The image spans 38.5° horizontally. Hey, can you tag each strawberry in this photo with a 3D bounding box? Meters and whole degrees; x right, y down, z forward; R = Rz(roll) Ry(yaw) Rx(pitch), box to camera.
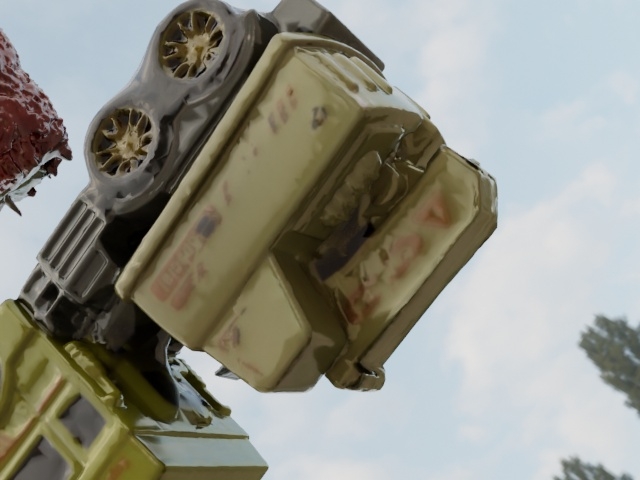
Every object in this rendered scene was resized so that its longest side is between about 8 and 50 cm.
[{"bbox_3d":[-0.505,-0.161,1.343,0.261,0.261,0.257,-40,-86,-16],"label":"strawberry"}]

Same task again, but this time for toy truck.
[{"bbox_3d":[-0.076,0.041,0.618,0.405,0.254,0.181,-53,-32,6],"label":"toy truck"}]

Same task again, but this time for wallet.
[{"bbox_3d":[-0.138,0.231,1.783,0.129,0.026,0.088,-32,-26,16],"label":"wallet"}]

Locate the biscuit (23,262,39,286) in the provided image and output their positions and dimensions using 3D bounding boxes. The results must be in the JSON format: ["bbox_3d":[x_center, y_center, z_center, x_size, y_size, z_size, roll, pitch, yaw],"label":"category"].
[{"bbox_3d":[-0.275,0.041,1.241,0.032,0.250,0.133,63,-140,-63],"label":"biscuit"}]
